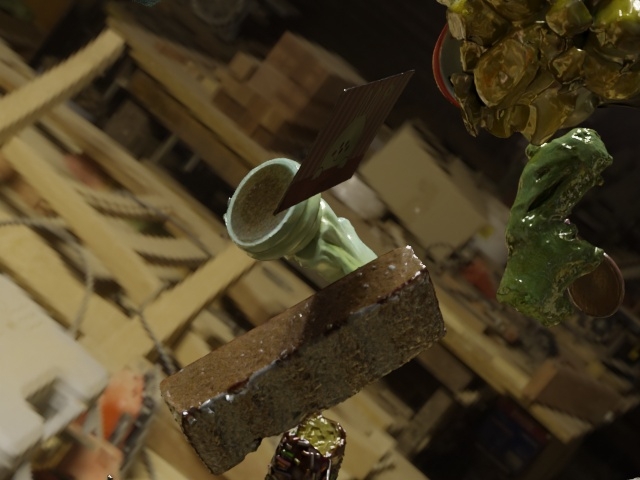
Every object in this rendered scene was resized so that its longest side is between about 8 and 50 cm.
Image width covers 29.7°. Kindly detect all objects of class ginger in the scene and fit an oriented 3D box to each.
[{"bbox_3d":[0.330,-0.020,1.690,0.137,0.289,0.089,3,-16,21],"label":"ginger"}]

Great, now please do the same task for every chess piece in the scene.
[{"bbox_3d":[0.000,0.000,1.995,0.298,0.176,0.175,35,12,-38],"label":"chess piece"}]

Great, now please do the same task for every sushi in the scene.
[{"bbox_3d":[0.250,-0.267,1.144,0.328,0.285,0.328,169,-93,-80],"label":"sushi"}]

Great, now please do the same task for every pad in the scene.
[{"bbox_3d":[0.039,-0.142,1.684,0.005,0.202,0.300,36,22,11],"label":"pad"}]

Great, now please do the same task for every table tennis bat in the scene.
[{"bbox_3d":[0.389,0.052,1.898,0.119,0.107,0.169,-11,69,-41],"label":"table tennis bat"}]

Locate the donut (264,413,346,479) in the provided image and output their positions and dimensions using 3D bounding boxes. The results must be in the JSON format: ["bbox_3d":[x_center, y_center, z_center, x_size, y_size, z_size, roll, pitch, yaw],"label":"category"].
[{"bbox_3d":[-0.032,0.381,1.895,0.096,0.216,0.230,21,1,9],"label":"donut"}]

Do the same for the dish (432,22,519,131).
[{"bbox_3d":[0.328,-0.316,2.060,0.256,0.256,0.117,40,18,9],"label":"dish"}]

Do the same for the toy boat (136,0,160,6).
[{"bbox_3d":[-0.294,-0.463,1.998,0.105,0.149,0.034,3,4,16],"label":"toy boat"}]

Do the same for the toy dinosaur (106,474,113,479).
[{"bbox_3d":[-0.332,0.409,1.538,0.187,0.179,0.087,-25,67,-44],"label":"toy dinosaur"}]

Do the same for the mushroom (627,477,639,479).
[{"bbox_3d":[0.344,0.367,1.739,0.306,0.043,0.068,-7,-1,-4],"label":"mushroom"}]

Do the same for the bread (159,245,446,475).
[{"bbox_3d":[-0.016,0.174,1.743,0.113,0.417,0.165,56,-5,42],"label":"bread"}]
